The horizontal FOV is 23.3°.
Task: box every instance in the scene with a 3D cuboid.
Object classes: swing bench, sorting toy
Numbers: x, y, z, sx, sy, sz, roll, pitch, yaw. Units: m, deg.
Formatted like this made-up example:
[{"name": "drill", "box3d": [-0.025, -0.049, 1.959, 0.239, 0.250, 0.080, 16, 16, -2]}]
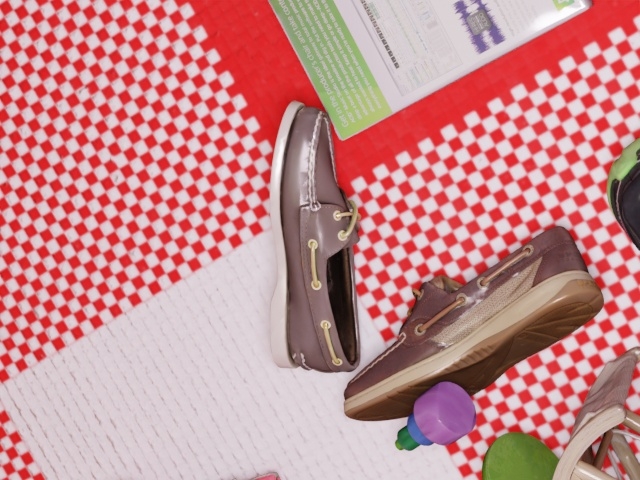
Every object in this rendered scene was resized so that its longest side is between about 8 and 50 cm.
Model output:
[{"name": "swing bench", "box3d": [0.357, 0.276, 1.668, 0.255, 0.253, 0.165, 45, 109, 5]}, {"name": "sorting toy", "box3d": [0.223, 0.317, 1.787, 0.365, 0.127, 0.126, 43, 133, -7]}]

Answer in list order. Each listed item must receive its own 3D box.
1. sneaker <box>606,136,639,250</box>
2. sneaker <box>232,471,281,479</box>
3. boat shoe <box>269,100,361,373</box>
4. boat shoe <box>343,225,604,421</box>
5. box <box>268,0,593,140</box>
[{"name": "sneaker", "box3d": [0.497, 0.068, 1.613, 0.483, 0.202, 0.185, 32, 108, 9]}, {"name": "sneaker", "box3d": [-0.104, 0.336, 1.908, 0.314, 0.116, 0.136, 18, 95, 6]}, {"name": "boat shoe", "box3d": [0.000, 0.000, 1.791, 0.097, 0.116, 0.324, 7, 108, 19]}, {"name": "boat shoe", "box3d": [0.159, 0.096, 1.781, 0.342, 0.123, 0.123, -35, 59, 29]}, {"name": "box", "box3d": [0.109, -0.286, 1.740, 0.322, 0.058, 0.232, -27, 92, 18]}]
